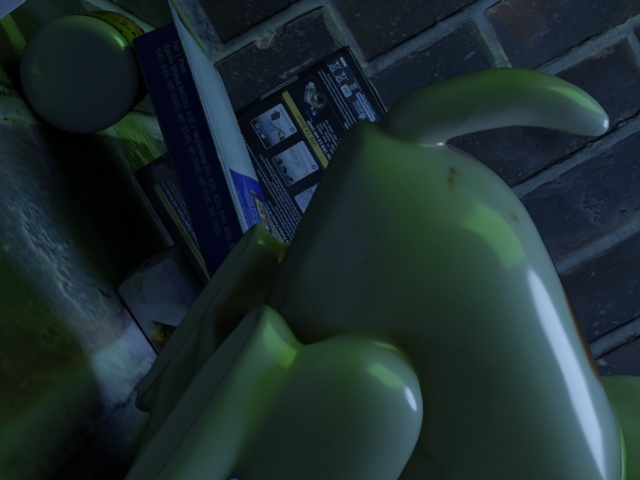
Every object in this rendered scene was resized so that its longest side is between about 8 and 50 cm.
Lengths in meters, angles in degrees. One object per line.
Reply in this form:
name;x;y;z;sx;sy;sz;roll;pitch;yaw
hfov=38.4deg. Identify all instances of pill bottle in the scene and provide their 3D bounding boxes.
pill bottle;-0.242;-0.188;0.995;0.117;0.117;0.215;59;5;-15

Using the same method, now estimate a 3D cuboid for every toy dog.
toy dog;0.117;0.128;0.624;0.408;0.395;0.284;36;0;-12

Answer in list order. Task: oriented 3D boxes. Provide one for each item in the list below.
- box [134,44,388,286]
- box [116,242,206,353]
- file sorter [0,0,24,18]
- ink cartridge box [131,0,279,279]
box;0.000;0.000;1.185;0.395;0.318;0.097;59;5;-4
box;-0.086;0.156;0.911;0.324;0.063;0.067;59;7;-14
file sorter;-0.261;-0.170;0.344;0.173;0.193;0.277;48;13;-52
ink cartridge box;-0.108;-0.061;0.951;0.307;0.072;0.303;7;65;-85
